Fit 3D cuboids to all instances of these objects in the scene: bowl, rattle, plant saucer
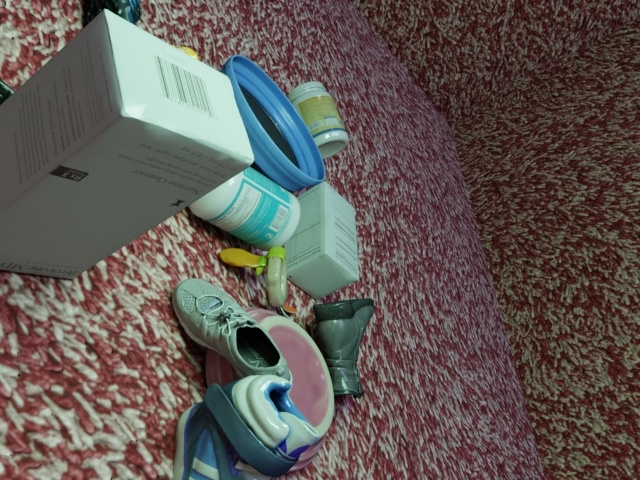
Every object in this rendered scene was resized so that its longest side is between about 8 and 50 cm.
[{"bbox_3d":[-0.131,-0.297,1.629,0.391,0.077,0.391,49,20,-25],"label":"bowl"},{"bbox_3d":[-0.130,0.105,1.364,0.199,0.143,0.130,87,-12,-54],"label":"rattle"},{"bbox_3d":[-0.079,0.277,1.224,0.332,0.084,0.332,42,32,-34],"label":"plant saucer"}]

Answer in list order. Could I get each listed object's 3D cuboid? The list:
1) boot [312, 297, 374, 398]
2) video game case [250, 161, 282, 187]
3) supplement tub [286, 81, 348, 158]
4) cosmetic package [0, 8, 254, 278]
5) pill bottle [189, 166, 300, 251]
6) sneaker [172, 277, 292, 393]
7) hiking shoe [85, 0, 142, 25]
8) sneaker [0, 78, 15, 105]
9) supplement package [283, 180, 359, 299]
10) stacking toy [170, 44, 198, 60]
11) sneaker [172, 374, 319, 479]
[{"bbox_3d":[0.062,0.254,1.489,0.338,0.118,0.222,7,75,-70],"label":"boot"},{"bbox_3d":[-0.163,-0.153,1.551,0.196,0.026,0.274,33,38,-44],"label":"video game case"},{"bbox_3d":[-0.013,-0.358,1.879,0.144,0.144,0.199,4,62,-60],"label":"supplement tub"},{"bbox_3d":[-0.311,-0.098,0.833,0.217,0.385,0.156,15,51,-53],"label":"cosmetic package"},{"bbox_3d":[-0.177,-0.089,1.319,0.264,0.146,0.146,32,39,-40],"label":"pill bottle"},{"bbox_3d":[-0.147,0.151,1.088,0.281,0.115,0.105,39,56,18],"label":"sneaker"},{"bbox_3d":[-0.416,-0.477,1.307,0.132,0.113,0.304,10,56,-57],"label":"hiking shoe"},{"bbox_3d":[-0.507,-0.233,0.930,0.283,0.107,0.124,56,6,-33],"label":"sneaker"},{"bbox_3d":[0.000,0.000,1.567,0.134,0.139,0.244,40,35,-36],"label":"supplement package"},{"bbox_3d":[-0.314,-0.223,1.034,0.175,0.302,0.166,63,26,1],"label":"stacking toy"},{"bbox_3d":[-0.102,0.359,0.928,0.130,0.236,0.322,31,39,-46],"label":"sneaker"}]
